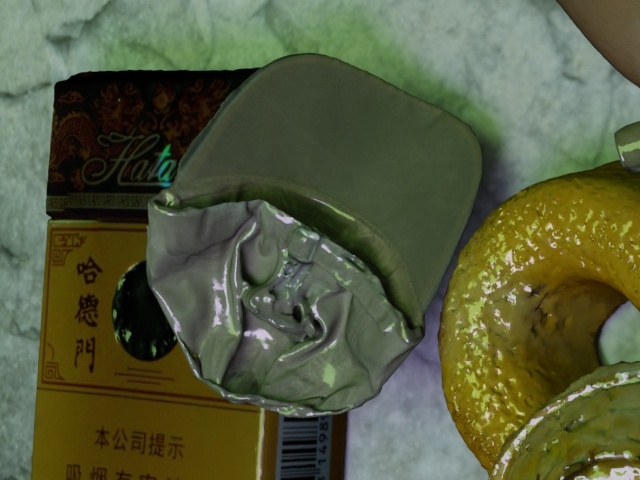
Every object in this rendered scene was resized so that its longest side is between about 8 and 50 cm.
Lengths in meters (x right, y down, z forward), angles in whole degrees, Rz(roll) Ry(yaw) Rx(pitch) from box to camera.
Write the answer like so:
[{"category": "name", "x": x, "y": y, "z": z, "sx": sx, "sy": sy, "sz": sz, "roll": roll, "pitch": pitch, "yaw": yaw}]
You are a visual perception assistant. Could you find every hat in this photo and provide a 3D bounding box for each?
[{"category": "hat", "x": 0.000, "y": 0.000, "z": 1.252, "sx": 0.214, "sy": 0.244, "sz": 0.149, "roll": 29, "pitch": 138, "yaw": 9}]

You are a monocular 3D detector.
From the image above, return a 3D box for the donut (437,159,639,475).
[{"category": "donut", "x": 0.196, "y": 0.075, "z": 1.161, "sx": 0.278, "sy": 0.108, "sz": 0.277, "roll": -4, "pitch": 83, "yaw": 38}]

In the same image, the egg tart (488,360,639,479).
[{"category": "egg tart", "x": 0.197, "y": 0.181, "z": 1.046, "sx": 0.213, "sy": 0.090, "sz": 0.212, "roll": 4, "pitch": 103, "yaw": 16}]

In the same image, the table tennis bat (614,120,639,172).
[{"category": "table tennis bat", "x": 0.311, "y": -0.093, "z": 1.103, "sx": 0.246, "sy": 0.022, "sz": 0.138, "roll": -18, "pitch": 74, "yaw": 19}]

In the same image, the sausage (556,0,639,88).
[{"category": "sausage", "x": 0.201, "y": -0.218, "z": 1.179, "sx": 0.123, "sy": 0.123, "sz": 0.253, "roll": -45, "pitch": 62, "yaw": 26}]

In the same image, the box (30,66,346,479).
[{"category": "box", "x": -0.105, "y": 0.068, "z": 1.397, "sx": 0.264, "sy": 0.116, "sz": 0.415, "roll": 3, "pitch": 88, "yaw": 39}]
